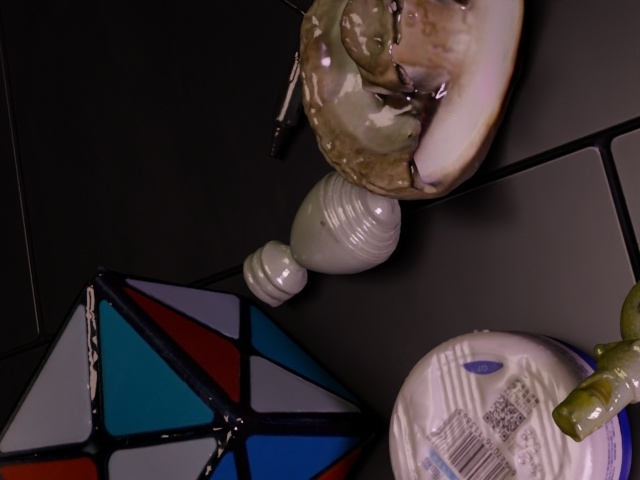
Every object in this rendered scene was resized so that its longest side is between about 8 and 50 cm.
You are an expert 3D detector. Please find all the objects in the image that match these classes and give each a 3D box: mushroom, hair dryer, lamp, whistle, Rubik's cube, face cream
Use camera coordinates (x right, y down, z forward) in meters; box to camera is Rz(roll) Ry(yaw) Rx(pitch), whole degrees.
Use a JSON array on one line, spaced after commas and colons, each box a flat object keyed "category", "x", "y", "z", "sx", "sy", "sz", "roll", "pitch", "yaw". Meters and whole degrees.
[{"category": "mushroom", "x": 0.080, "y": -0.183, "z": 1.094, "sx": 0.164, "sy": 0.190, "sz": 0.267, "roll": 11, "pitch": 113, "yaw": 44}, {"category": "hair dryer", "x": -0.034, "y": -0.195, "z": 1.250, "sx": 0.173, "sy": 0.050, "sz": 0.194, "roll": 41, "pitch": 109, "yaw": 33}, {"category": "lamp", "x": 0.000, "y": 0.000, "z": 1.168, "sx": 0.193, "sy": 0.106, "sz": 0.106, "roll": -33, "pitch": 67, "yaw": 34}, {"category": "whistle", "x": 0.273, "y": 0.101, "z": 0.949, "sx": 0.198, "sy": 0.057, "sz": 0.104, "roll": -38, "pitch": 61, "yaw": -19}, {"category": "Rubik's cube", "x": -0.137, "y": 0.203, "z": 1.138, "sx": 0.250, "sy": 0.248, "sz": 0.246, "roll": 39, "pitch": 104, "yaw": 32}, {"category": "face cream", "x": 0.167, "y": 0.183, "z": 1.026, "sx": 0.206, "sy": 0.111, "sz": 0.205, "roll": -6, "pitch": 78, "yaw": 32}]
